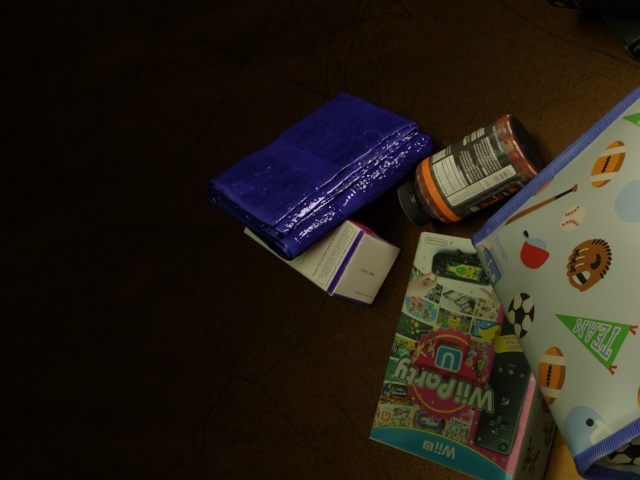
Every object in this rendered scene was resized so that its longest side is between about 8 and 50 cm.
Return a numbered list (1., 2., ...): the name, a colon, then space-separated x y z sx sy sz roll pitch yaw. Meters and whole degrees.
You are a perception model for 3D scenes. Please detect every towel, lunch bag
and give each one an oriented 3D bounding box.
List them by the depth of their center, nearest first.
1. lunch bag: 0.387 0.014 0.772 0.385 0.239 0.327 -49 37 27
2. towel: -0.006 -0.118 1.246 0.308 0.076 0.228 -37 49 -21

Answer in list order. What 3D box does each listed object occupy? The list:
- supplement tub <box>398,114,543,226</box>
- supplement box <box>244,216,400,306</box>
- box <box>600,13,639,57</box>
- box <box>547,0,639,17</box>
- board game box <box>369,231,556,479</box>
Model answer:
1. supplement tub: 0.212 -0.092 1.162 0.198 0.106 0.106 -28 62 28
2. supplement box: 0.000 0.000 1.288 0.220 0.111 0.113 32 97 37
3. box: 0.459 -0.376 1.095 0.191 0.045 0.184 -34 58 25
4. box: 0.439 -0.435 0.982 0.294 0.183 0.296 23 92 38
5. board game box: 0.216 0.157 1.095 0.224 0.098 0.303 11 84 39
